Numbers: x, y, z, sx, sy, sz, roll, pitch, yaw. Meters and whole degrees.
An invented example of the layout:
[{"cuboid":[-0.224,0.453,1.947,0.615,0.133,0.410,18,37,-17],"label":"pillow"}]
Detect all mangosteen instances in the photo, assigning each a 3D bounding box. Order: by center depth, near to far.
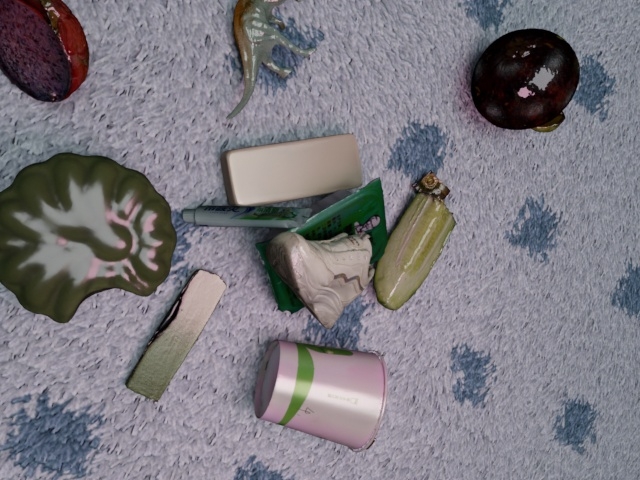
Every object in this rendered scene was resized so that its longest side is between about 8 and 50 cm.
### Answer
[{"cuboid":[0.551,-0.421,1.463,0.288,0.288,0.288,-2,95,-23],"label":"mangosteen"}]

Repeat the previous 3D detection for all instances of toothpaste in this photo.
[{"cuboid":[-0.168,-0.054,1.210,0.297,0.074,0.048,1,125,16],"label":"toothpaste"}]

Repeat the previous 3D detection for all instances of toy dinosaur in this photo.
[{"cuboid":[-0.132,-0.444,1.258,0.205,0.092,0.393,32,83,-22],"label":"toy dinosaur"}]

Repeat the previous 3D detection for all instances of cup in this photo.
[{"cuboid":[-0.007,0.363,1.312,0.274,0.253,0.253,16,88,-15],"label":"cup"}]

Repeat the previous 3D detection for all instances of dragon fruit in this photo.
[{"cuboid":[-0.526,-0.398,1.059,0.148,0.218,0.223,-54,159,-43],"label":"dragon fruit"}]

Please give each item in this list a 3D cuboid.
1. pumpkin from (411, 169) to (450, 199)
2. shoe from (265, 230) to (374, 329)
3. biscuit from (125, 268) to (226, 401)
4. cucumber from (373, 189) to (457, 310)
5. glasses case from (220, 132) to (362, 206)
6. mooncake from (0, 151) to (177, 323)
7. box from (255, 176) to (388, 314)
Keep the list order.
[{"cuboid":[0.303,-0.145,1.502,0.073,0.035,0.101,-46,114,-1],"label":"pumpkin"},{"cuboid":[0.018,0.044,1.191,0.210,0.132,0.342,-43,145,-8],"label":"shoe"},{"cuboid":[-0.333,0.213,1.258,0.099,0.038,0.322,33,81,-25],"label":"biscuit"},{"cuboid":[0.238,0.036,1.455,0.145,0.105,0.325,37,79,-49],"label":"cucumber"},{"cuboid":[-0.066,-0.171,1.317,0.336,0.076,0.144,-11,98,-22],"label":"glasses case"},{"cuboid":[-0.474,-0.016,1.100,0.351,0.187,0.351,-2,96,-20],"label":"mooncake"},{"cuboid":[0.000,0.000,1.313,0.337,0.106,0.264,-31,138,-19],"label":"box"}]
